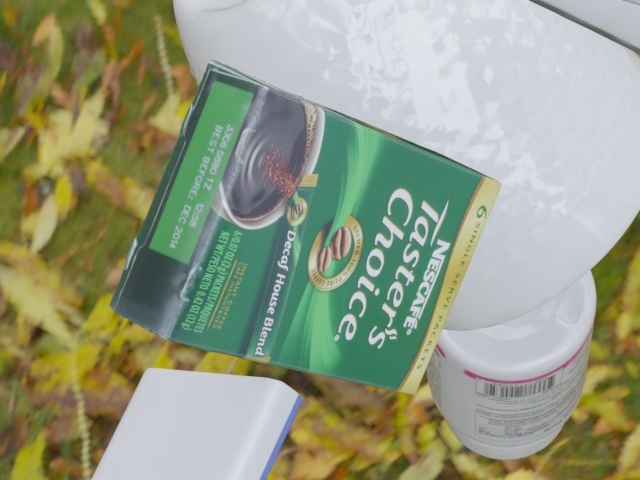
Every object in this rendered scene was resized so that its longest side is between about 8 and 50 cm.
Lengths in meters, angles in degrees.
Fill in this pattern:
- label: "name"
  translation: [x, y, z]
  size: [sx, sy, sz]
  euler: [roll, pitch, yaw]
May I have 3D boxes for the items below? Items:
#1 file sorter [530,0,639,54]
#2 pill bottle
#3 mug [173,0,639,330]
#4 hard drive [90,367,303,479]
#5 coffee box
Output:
- label: "file sorter"
  translation: [0.226, -0.200, 0.804]
  size: [0.173, 0.193, 0.278]
  euler: [23, 97, 31]
- label: "pill bottle"
  translation: [0.182, 0.106, 1.862]
  size: [0.160, 0.283, 0.160]
  euler: [-2, 65, 3]
- label: "mug"
  translation: [0.039, -0.092, 1.424]
  size: [0.328, 0.276, 0.374]
  euler: [41, 63, -33]
- label: "hard drive"
  translation: [-0.154, 0.265, 1.686]
  size: [0.040, 0.210, 0.319]
  euler: [38, 67, -33]
- label: "coffee box"
  translation: [0.000, 0.000, 0.826]
  size: [0.040, 0.184, 0.113]
  euler: [25, 93, 37]
